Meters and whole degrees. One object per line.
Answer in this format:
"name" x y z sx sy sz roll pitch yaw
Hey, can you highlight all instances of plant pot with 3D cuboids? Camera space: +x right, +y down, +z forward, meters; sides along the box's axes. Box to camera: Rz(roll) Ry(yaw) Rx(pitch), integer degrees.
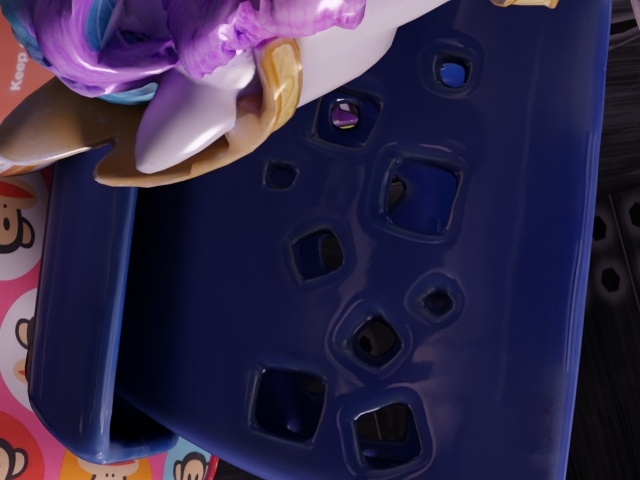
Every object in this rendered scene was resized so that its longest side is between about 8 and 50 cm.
"plant pot" 0.000 0.000 0.612 0.212 0.235 0.236 5 174 3

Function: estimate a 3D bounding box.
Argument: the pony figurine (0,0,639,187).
"pony figurine" 0.109 -0.108 0.329 0.364 0.302 0.351 -27 -172 -20

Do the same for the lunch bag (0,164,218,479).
"lunch bag" -0.167 0.010 0.712 0.120 0.258 0.293 -5 165 39

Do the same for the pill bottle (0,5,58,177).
"pill bottle" -0.187 -0.077 0.460 0.121 0.121 0.216 -19 172 42

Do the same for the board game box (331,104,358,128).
"board game box" -0.135 -0.064 1.061 0.347 0.056 0.208 -11 170 -18
